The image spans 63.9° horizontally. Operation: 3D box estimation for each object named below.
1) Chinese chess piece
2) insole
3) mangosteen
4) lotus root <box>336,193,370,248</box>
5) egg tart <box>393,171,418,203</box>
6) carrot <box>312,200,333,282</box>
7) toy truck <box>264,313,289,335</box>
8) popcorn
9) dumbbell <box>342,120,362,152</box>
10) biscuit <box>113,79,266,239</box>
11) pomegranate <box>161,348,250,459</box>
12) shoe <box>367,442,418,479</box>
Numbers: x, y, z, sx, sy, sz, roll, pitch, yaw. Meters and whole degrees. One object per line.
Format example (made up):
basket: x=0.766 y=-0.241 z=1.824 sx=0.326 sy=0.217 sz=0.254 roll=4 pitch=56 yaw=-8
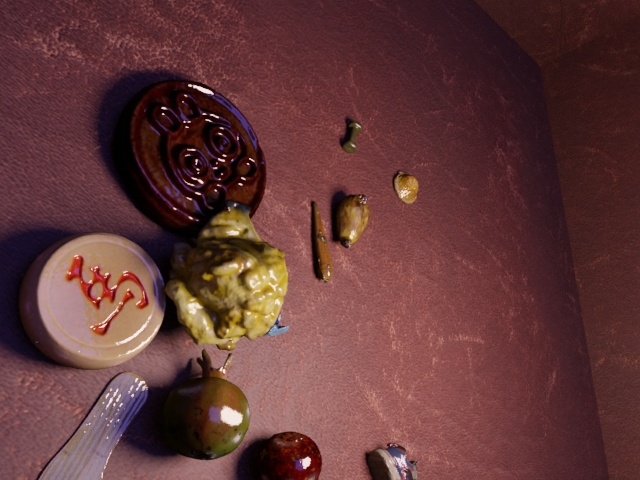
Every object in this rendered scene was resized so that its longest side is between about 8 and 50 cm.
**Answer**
Chinese chess piece: x=-0.435 y=0.115 z=0.999 sx=0.273 sy=0.102 sz=0.273 roll=17 pitch=63 yaw=-39
insole: x=-0.433 y=0.407 z=0.959 sx=0.119 sy=0.009 sz=0.348 roll=43 pitch=50 yaw=-24
mangosteen: x=-0.073 y=0.532 z=1.186 sx=0.146 sy=0.155 sz=0.182 roll=-62 pitch=152 yaw=-66
lotus root: x=0.092 y=-0.053 z=1.589 sx=0.108 sy=0.094 sz=0.191 roll=23 pitch=66 yaw=-12
egg tart: x=0.325 y=-0.197 z=1.895 sx=0.128 sy=0.049 sz=0.129 roll=16 pitch=67 yaw=-40
carrot: x=0.000 y=0.000 z=1.514 sx=0.049 sy=0.049 sz=0.255 roll=8 pitch=66 yaw=-43
toy truck: x=-0.122 y=0.211 z=1.309 sx=0.090 sy=0.056 sz=0.073 roll=54 pitch=49 yaw=-34
popcorn: x=-0.209 y=0.091 z=1.121 sx=0.292 sy=0.237 sz=0.293 roll=25 pitch=26 yaw=-13
dumbbell: x=0.109 y=-0.352 z=1.742 sx=0.052 sy=0.046 sz=0.118 roll=32 pitch=55 yaw=-26
biscuit: x=-0.297 y=-0.207 z=1.263 sx=0.407 sy=0.091 sz=0.408 roll=17 pitch=64 yaw=-39
pomegranate: x=-0.234 y=0.339 z=1.074 sx=0.181 sy=0.181 sz=0.224 roll=33 pitch=38 yaw=-32
shoe: x=0.226 y=0.668 z=1.441 sx=0.125 sy=0.099 sz=0.228 roll=-25 pitch=89 yaw=-43
